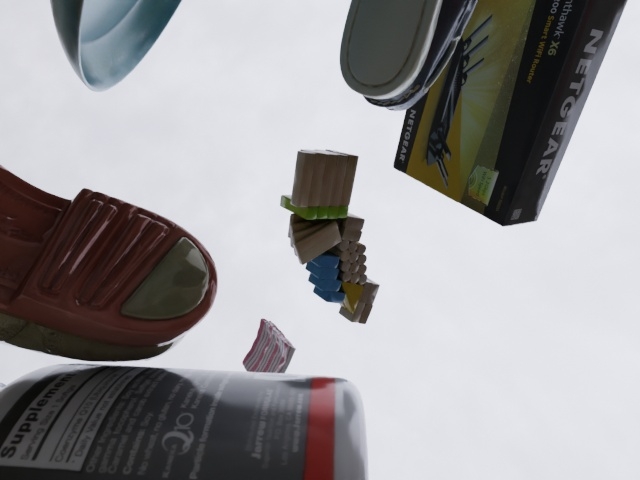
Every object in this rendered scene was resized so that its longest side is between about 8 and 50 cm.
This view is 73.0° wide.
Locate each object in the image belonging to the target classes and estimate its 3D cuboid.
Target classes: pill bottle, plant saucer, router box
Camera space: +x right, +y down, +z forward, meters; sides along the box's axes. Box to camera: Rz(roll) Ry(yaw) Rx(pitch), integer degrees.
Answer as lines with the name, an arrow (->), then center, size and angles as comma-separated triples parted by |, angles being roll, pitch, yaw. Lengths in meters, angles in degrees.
pill bottle -> -0.151, 0.208, 0.343 | 0.363, 0.210, 0.210 | 2, -100, 1
plant saucer -> -0.133, -0.274, 0.358 | 0.044, 0.317, 0.317 | 29, -90, -18
router box -> 0.239, -0.209, 0.619 | 0.243, 0.081, 0.308 | 42, -49, 48

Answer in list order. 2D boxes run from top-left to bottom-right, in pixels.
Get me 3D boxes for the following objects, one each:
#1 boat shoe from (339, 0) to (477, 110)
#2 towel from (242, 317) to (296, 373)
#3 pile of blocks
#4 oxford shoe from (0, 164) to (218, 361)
boat shoe -> 0.094, -0.222, 0.318 | 0.095, 0.079, 0.254 | 23, -76, 27
towel -> -0.135, 0.290, 1.075 | 0.197, 0.029, 0.144 | 25, -90, 61
pile of blocks -> 0.000, 0.000, 0.767 | 0.149, 0.362, 0.113 | -29, -147, -25
oxford shoe -> -0.286, 0.007, 0.319 | 0.146, 0.397, 0.140 | -50, -161, 42
